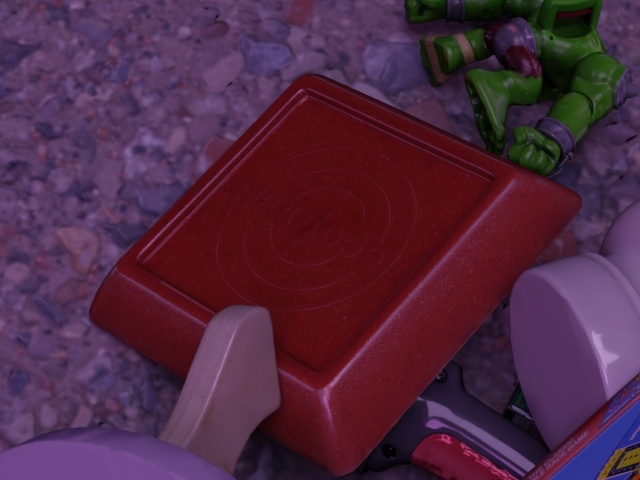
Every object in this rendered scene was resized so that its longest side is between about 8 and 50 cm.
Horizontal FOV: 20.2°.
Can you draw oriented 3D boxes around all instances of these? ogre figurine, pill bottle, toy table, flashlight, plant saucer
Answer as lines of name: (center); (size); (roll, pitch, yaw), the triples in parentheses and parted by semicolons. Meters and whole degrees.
ogre figurine: (0.150, -0.132, 1.308); (0.118, 0.097, 0.197); (-20, 33, -12)
pill bottle: (0.300, 0.041, 1.155); (0.333, 0.188, 0.188); (-16, 69, -15)
toy table: (-0.071, 0.181, 1.085); (0.274, 0.252, 0.161); (17, 24, 34)
flashlight: (0.126, 0.176, 1.186); (0.304, 0.103, 0.103); (32, 42, 14)
plant saucer: (0.000, 0.000, 1.219); (0.258, 0.048, 0.259); (28, 67, 37)

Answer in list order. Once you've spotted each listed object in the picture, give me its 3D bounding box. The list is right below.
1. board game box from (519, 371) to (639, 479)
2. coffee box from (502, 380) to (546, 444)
board game box: (0.187, 0.172, 1.063); (0.145, 0.027, 0.281); (40, 109, -16)
coffee box: (0.229, 0.118, 1.240); (0.184, 0.040, 0.113); (26, 66, 8)
